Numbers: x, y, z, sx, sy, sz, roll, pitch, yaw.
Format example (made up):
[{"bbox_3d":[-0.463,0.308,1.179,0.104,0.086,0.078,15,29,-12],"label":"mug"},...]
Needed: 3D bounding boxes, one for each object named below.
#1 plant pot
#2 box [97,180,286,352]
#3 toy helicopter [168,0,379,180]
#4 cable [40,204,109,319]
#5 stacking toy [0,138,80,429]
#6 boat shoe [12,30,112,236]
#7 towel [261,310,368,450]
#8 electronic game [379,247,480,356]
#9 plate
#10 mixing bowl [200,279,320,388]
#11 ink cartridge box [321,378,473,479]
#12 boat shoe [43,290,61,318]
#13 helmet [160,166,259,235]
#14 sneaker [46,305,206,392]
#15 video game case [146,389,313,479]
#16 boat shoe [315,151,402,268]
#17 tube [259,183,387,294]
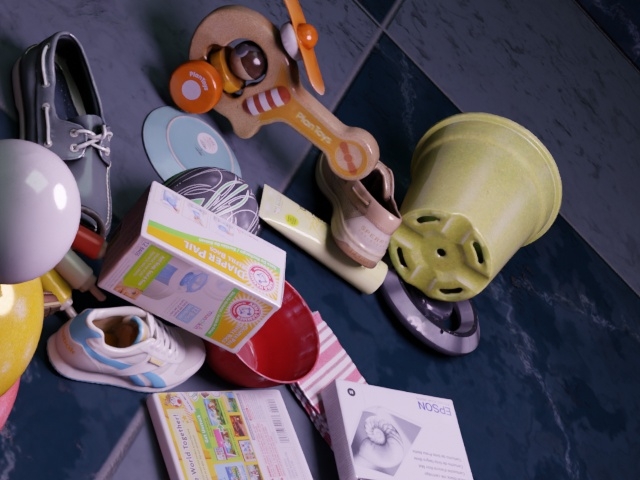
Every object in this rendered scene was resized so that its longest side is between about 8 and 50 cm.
[{"bbox_3d":[0.240,-0.037,2.020,0.276,0.276,0.254,47,41,-8],"label":"plant pot"},{"bbox_3d":[-0.156,0.036,1.500,0.203,0.114,0.103,29,37,-21],"label":"box"},{"bbox_3d":[-0.045,-0.235,1.875,0.355,0.235,0.140,39,27,-2],"label":"toy helicopter"},{"bbox_3d":[-0.372,-0.030,1.485,0.287,0.072,0.139,41,70,-23],"label":"cable"},{"bbox_3d":[-0.361,0.077,1.069,0.350,0.480,0.350,29,41,-30],"label":"stacking toy"},{"bbox_3d":[-0.338,-0.142,1.621,0.116,0.099,0.319,10,54,-47],"label":"boat shoe"},{"bbox_3d":[0.006,0.208,1.776,0.197,0.029,0.144,56,35,1],"label":"towel"},{"bbox_3d":[0.186,0.102,2.052,0.229,0.048,0.229,31,32,-22],"label":"electronic game"},{"bbox_3d":[-0.191,-0.134,1.851,0.188,0.024,0.188,29,41,-29],"label":"plate"},{"bbox_3d":[-0.100,0.134,1.651,0.181,0.098,0.181,29,42,-30],"label":"mixing bowl"},{"bbox_3d":[0.118,0.315,1.701,0.223,0.045,0.224,14,47,-32],"label":"ink cartridge box"},{"bbox_3d":[-0.385,0.075,1.408,0.178,0.064,0.060,-7,67,-48],"label":"boat shoe"},{"bbox_3d":[-0.168,-0.022,1.657,0.169,0.161,0.169,30,41,-29],"label":"helmet"},{"bbox_3d":[-0.226,0.135,1.514,0.228,0.092,0.087,8,52,-47],"label":"sneaker"},{"bbox_3d":[-0.103,0.296,1.539,0.206,0.026,0.227,4,52,-40],"label":"video game case"},{"bbox_3d":[0.076,-0.084,1.989,0.121,0.110,0.341,29,24,-24],"label":"boat shoe"},{"bbox_3d":[0.000,0.000,1.925,0.240,0.070,0.062,35,79,-17],"label":"tube"}]
